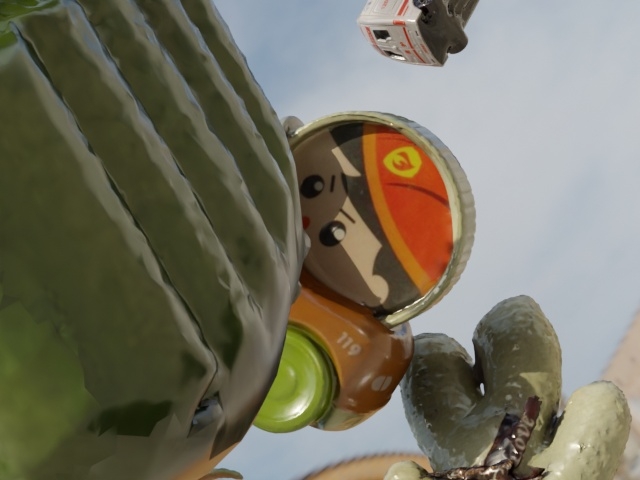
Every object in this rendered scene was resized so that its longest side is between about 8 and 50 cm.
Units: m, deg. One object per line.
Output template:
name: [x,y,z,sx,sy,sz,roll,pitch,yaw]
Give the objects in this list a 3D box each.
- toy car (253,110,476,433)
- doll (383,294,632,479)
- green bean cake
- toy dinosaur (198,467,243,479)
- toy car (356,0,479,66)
toy car: [0.000,0.000,1.176,0.235,0.235,0.145,-46,-9,13]
doll: [0.119,0.168,1.178,0.149,0.278,0.175,10,-41,-29]
green bean cake: [-0.178,0.038,0.695,0.335,0.218,0.319,-25,11,21]
toy dinosaur: [-0.165,0.219,1.248,0.212,0.057,0.142,5,-40,2]
toy car: [0.129,-0.296,1.899,0.089,0.108,0.210,50,-121,-43]
